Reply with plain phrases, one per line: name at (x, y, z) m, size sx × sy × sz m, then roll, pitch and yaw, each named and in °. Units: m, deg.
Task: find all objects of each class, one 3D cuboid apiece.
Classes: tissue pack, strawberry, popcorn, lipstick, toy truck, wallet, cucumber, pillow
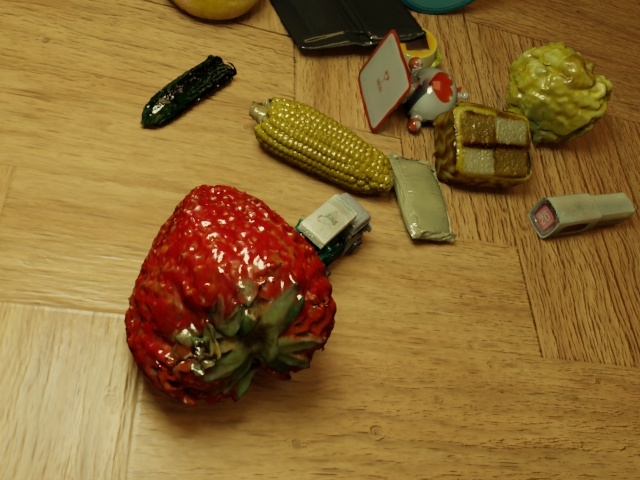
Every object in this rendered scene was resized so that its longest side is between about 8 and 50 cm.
tissue pack at (0.013, -0.033, 1.022) m, size 0.056 × 0.023 × 0.108 m, roll 41°, pitch 47°, yaw 7°
strawberry at (-0.155, 0.054, 0.906) m, size 0.311 × 0.267 × 0.351 m, roll -24°, pitch 52°, yaw 1°
popcorn at (0.569, -0.359, 1.469) m, size 0.249 × 0.249 × 0.225 m, roll 29°, pitch 40°, yaw -2°
lipstick at (0.598, -0.063, 1.379) m, size 0.252 × 0.079 × 0.078 m, roll -7°, pitch 61°, yaw -27°
toy truck at (0.000, 0.000, 1.080) m, size 0.110 × 0.116 × 0.216 m, roll 45°, pitch 55°, yaw 10°
wallet at (0.062, -0.544, 1.458) m, size 0.322 × 0.041 × 0.247 m, roll -15°, pitch 59°, yaw -15°
cucumber at (-0.262, -0.298, 1.197) m, size 0.067 × 0.067 × 0.245 m, roll 38°, pitch 52°, yaw 5°
pillow at (0.207, -0.090, 1.256) m, size 0.119 × 0.053 × 0.208 m, roll 2°, pitch 59°, yaw -25°

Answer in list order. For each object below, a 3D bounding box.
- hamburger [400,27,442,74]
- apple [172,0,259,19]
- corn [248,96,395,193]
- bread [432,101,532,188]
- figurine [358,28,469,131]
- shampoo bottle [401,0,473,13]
hamburger at (0.230, -0.460, 1.483) m, size 0.141 × 0.081 × 0.127 m, roll -17°, pitch 63°, yaw -16°
apple at (-0.232, -0.627, 1.312) m, size 0.285 × 0.233 × 0.286 m, roll 10°, pitch 57°, yaw -16°
corn at (0.005, -0.187, 1.202) m, size 0.321 × 0.119 × 0.119 m, roll 24°, pitch 54°, yaw -9°
bread at (0.359, -0.207, 1.331) m, size 0.222 × 0.096 × 0.182 m, roll 3°, pitch 88°, yaw -21°
figurine at (0.231, -0.338, 1.379) m, size 0.226 × 0.160 × 0.184 m, roll 7°, pitch 57°, yaw -28°
shampoo bottle at (0.297, -0.845, 1.597) m, size 0.331 × 0.331 × 0.343 m, roll -3°, pitch 59°, yaw -23°
